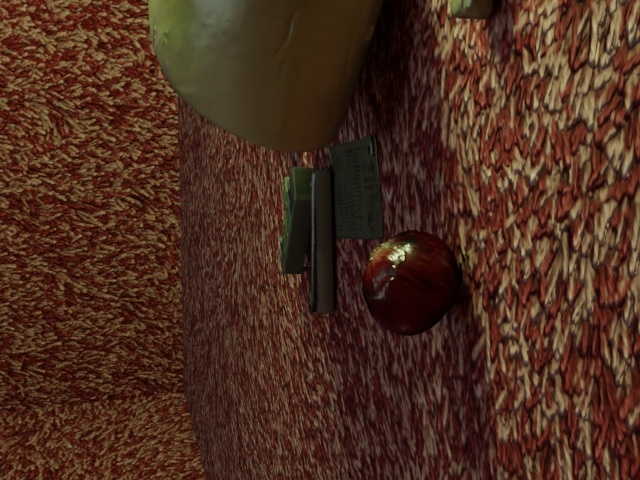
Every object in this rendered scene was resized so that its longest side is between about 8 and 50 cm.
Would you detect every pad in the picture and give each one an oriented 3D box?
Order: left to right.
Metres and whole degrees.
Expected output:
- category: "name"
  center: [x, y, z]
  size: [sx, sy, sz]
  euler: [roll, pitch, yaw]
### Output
- category: "pad"
  center: [0.052, -0.081, 1.689]
  size: [0.265, 0.009, 0.159]
  euler: [-178, 83, -76]

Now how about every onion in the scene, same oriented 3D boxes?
- category: "onion"
  center: [0.112, 0.051, 1.285]
  size: [0.131, 0.131, 0.131]
  euler: [175, 90, -76]

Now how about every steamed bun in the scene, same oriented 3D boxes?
- category: "steamed bun"
  center: [-0.099, -0.369, 1.501]
  size: [0.456, 0.290, 0.371]
  euler: [-114, 35, -46]

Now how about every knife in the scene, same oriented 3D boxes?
- category: "knife"
  center: [0.000, 0.000, 1.854]
  size: [0.073, 0.041, 0.265]
  euler: [-105, 14, -74]

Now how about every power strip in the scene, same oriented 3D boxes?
- category: "power strip"
  center: [-0.040, -0.056, 1.984]
  size: [0.215, 0.061, 0.145]
  euler: [102, 165, -47]

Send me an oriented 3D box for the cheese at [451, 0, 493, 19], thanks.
- category: "cheese"
  center: [0.163, -0.331, 1.113]
  size: [0.065, 0.043, 0.193]
  euler: [-156, 64, -68]
